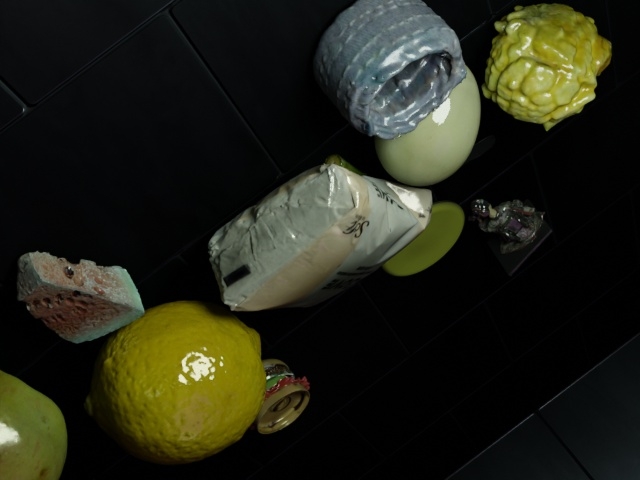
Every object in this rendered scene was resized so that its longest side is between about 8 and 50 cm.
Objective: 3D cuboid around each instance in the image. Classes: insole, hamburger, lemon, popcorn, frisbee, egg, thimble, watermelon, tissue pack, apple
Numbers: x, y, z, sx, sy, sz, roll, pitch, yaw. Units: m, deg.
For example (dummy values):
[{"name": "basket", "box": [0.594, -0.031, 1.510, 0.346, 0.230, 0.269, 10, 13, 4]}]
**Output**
[{"name": "insole", "box": [0.305, -0.175, 2.213, 0.188, 0.004, 0.064, -31, 147, -10]}, {"name": "hamburger", "box": [-0.120, 0.351, 2.341, 0.175, 0.137, 0.175, -28, 145, -22]}, {"name": "lemon", "box": [-0.269, 0.272, 1.951, 0.336, 0.336, 0.336, -25, 145, -19]}, {"name": "popcorn", "box": [0.421, -0.329, 1.931, 0.249, 0.249, 0.225, -14, 148, -31]}, {"name": "frisbee", "box": [0.240, 0.000, 2.358, 0.236, 0.017, 0.236, -25, 146, -18]}, {"name": "egg", "box": [0.202, -0.222, 1.894, 0.188, 0.188, 0.254, 1, 119, -44]}, {"name": "thimble", "box": [0.120, -0.298, 1.739, 0.236, 0.172, 0.205, -31, 149, -12]}, {"name": "watermelon", "box": [-0.445, 0.094, 1.785, 0.154, 0.094, 0.241, -33, 147, 12]}, {"name": "tissue pack", "box": [0.000, 0.000, 1.961, 0.390, 0.195, 0.375, -37, 158, 22]}, {"name": "apple", "box": [-0.605, 0.347, 1.717, 0.305, 0.338, 0.338, -48, 149, -14]}]

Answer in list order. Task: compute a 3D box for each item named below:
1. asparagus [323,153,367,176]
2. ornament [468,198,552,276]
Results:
[{"name": "asparagus", "box": [0.064, -0.124, 2.019, 0.045, 0.041, 0.178, -38, 149, 14]}, {"name": "ornament", "box": [0.419, -0.053, 2.414, 0.196, 0.153, 0.166, 31, 109, -30]}]
